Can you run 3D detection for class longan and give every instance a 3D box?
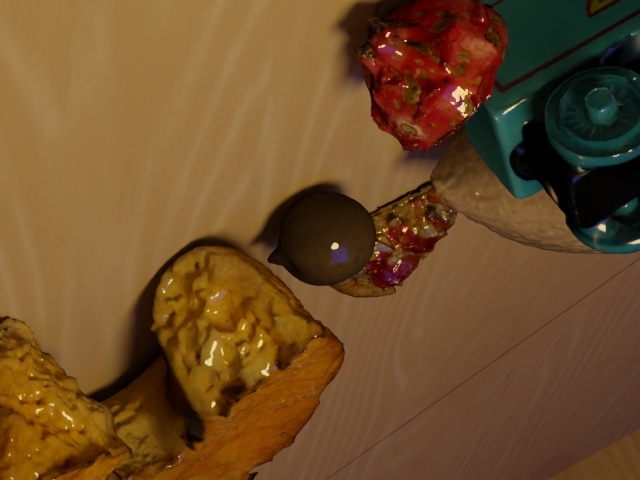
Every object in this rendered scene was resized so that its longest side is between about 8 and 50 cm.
[{"bbox_3d":[0.000,0.000,1.759,0.113,0.092,0.113,-18,173,-2],"label":"longan"}]

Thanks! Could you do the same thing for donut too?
[{"bbox_3d":[-0.202,0.179,1.759,0.435,0.163,0.377,-23,156,-29],"label":"donut"}]

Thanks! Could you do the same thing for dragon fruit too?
[{"bbox_3d":[0.078,-0.170,1.534,0.111,0.153,0.153,34,114,-30],"label":"dragon fruit"}]

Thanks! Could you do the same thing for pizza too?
[{"bbox_3d":[0.096,-0.002,1.922,0.199,0.062,0.188,-42,158,14],"label":"pizza"}]

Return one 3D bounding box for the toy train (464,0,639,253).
[{"bbox_3d":[0.290,-0.157,1.612,0.300,0.265,0.188,-31,143,-5],"label":"toy train"}]

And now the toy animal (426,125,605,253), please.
[{"bbox_3d":[0.278,-0.083,1.808,0.359,0.188,0.226,-6,-165,-9],"label":"toy animal"}]
